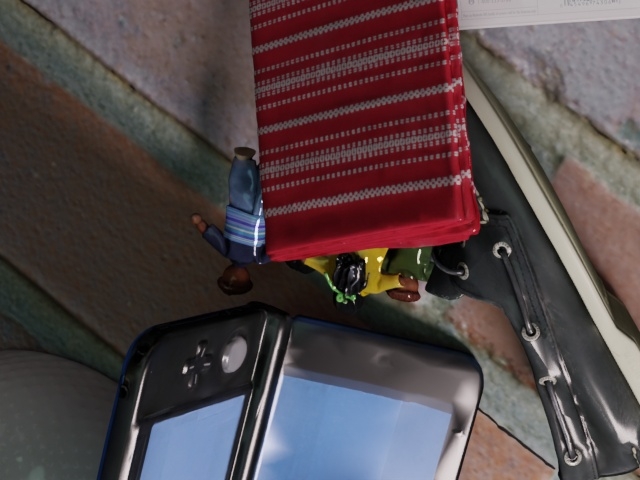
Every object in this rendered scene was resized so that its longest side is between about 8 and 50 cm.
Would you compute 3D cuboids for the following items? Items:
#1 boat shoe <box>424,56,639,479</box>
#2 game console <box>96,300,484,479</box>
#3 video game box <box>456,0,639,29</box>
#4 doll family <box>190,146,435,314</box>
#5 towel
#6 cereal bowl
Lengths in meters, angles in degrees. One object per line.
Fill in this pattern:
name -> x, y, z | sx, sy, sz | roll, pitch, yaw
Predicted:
boat shoe -> 0.131, 0.022, 1.117 | 0.113, 0.127, 0.340 | -30, 100, 11
game console -> -0.034, 0.209, 1.156 | 0.173, 0.250, 0.293 | 19, 103, 25
video game box -> 0.132, -0.241, 1.100 | 0.205, 0.048, 0.187 | -1, 104, 20
doll family -> 0.000, 0.000, 1.192 | 0.193, 0.076, 0.111 | 18, 112, 21
towel -> 0.025, -0.127, 1.097 | 0.198, 0.031, 0.275 | -10, 81, 46
cereal bowl -> -0.261, 0.269, 1.308 | 0.338, 0.141, 0.339 | 5, 104, 18
